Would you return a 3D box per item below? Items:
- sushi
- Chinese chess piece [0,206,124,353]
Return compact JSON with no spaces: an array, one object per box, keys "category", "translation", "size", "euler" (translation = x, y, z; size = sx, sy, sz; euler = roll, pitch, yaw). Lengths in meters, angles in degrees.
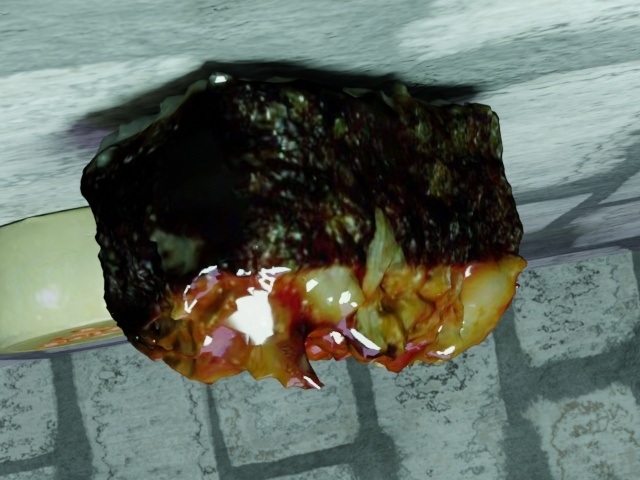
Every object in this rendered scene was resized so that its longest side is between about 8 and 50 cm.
[{"category":"sushi","translation":[0.000,0.000,0.826],"size":[0.196,0.182,0.343],"euler":[-7,174,37]},{"category":"Chinese chess piece","translation":[-0.191,0.034,1.155],"size":[0.250,0.097,0.251],"euler":[-11,174,-1]}]
